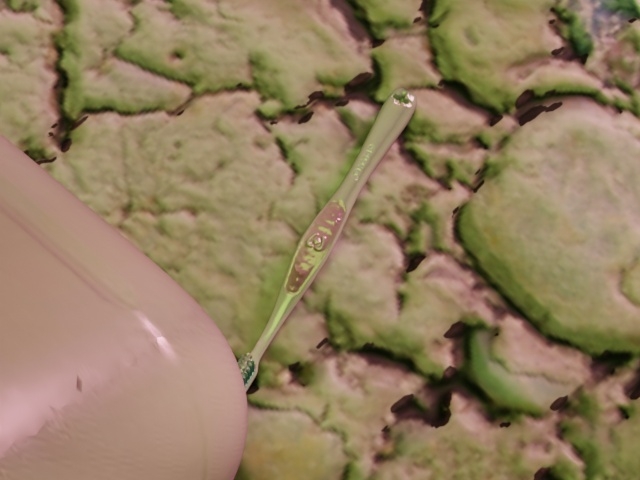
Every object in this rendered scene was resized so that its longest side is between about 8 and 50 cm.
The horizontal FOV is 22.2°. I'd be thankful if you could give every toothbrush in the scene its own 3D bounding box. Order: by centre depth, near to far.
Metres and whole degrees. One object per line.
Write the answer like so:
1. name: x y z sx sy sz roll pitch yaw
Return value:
1. toothbrush: 0.000 0.000 0.838 0.017 0.022 0.204 27 65 8

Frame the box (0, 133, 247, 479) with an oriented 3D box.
1. box: -0.206 0.056 0.663 0.288 0.141 0.349 38 28 16
